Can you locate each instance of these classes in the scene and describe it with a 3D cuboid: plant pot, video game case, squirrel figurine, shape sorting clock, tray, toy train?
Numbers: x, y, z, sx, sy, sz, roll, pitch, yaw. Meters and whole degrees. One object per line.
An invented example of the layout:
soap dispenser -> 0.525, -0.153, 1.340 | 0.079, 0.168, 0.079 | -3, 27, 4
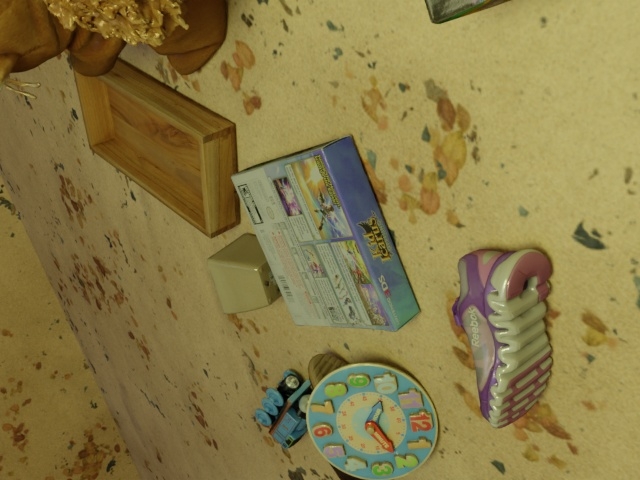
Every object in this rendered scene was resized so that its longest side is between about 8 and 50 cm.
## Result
plant pot -> -0.111, 0.060, 1.100 | 0.096, 0.109, 0.109 | 4, 118, 36
video game case -> 0.000, 0.000, 0.947 | 0.244, 0.061, 0.270 | -6, 111, 54
squirrel figurine -> -0.298, -0.333, 0.800 | 0.397, 0.370, 0.281 | -6, 110, 53
shape sorting clock -> 0.078, 0.284, 0.995 | 0.206, 0.040, 0.206 | 2, 106, 7
tray -> -0.306, -0.189, 1.180 | 0.411, 0.076, 0.203 | 32, 137, 32
toy train -> -0.060, 0.330, 1.256 | 0.105, 0.080, 0.184 | 40, 139, 12

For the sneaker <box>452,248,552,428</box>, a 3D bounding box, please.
sneaker -> 0.205, 0.108, 0.756 | 0.104, 0.095, 0.236 | 24, 127, 49

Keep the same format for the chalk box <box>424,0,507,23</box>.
chalk box -> 0.178, -0.267, 0.471 | 0.213, 0.132, 0.132 | -5, 110, 51

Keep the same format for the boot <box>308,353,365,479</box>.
boot -> 0.028, 0.328, 1.127 | 0.248, 0.090, 0.207 | 51, 143, 5
